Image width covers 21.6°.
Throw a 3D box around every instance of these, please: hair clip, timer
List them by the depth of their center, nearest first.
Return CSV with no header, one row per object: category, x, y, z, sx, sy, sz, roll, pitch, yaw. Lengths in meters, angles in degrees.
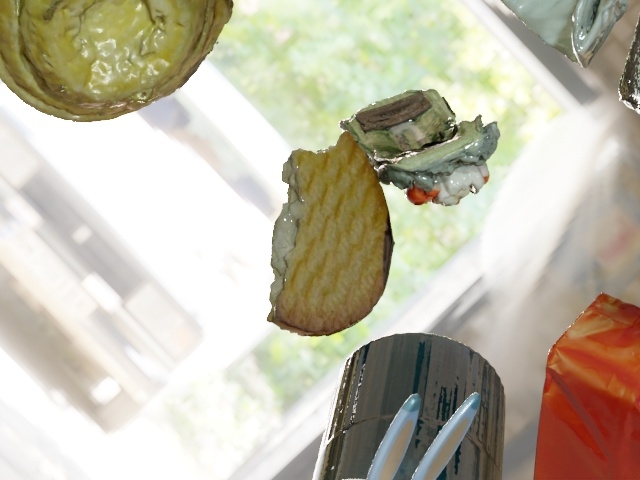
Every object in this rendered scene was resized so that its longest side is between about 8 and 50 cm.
timer,0.068,0.276,1.572,0.175,0.255,0.175,38,26,-23
hair clip,0.111,-0.093,1.820,0.321,0.138,0.091,-123,-171,-75

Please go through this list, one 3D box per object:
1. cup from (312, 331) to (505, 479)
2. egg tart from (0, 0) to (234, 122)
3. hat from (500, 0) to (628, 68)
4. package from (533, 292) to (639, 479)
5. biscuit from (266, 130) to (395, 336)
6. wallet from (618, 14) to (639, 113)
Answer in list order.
cup,0.134,0.305,2.110,0.308,0.242,0.292,36,37,-20
egg tart,-0.227,-0.246,1.840,0.290,0.290,0.115,43,11,-37
hat,0.266,-0.348,1.707,0.258,0.301,0.168,48,26,15
package,0.327,0.271,1.742,0.196,0.423,0.123,25,36,35
biscuit,-0.001,0.000,1.650,0.176,0.031,0.228,56,46,-7
wallet,0.421,-0.223,1.974,0.045,0.172,0.318,18,8,-7
